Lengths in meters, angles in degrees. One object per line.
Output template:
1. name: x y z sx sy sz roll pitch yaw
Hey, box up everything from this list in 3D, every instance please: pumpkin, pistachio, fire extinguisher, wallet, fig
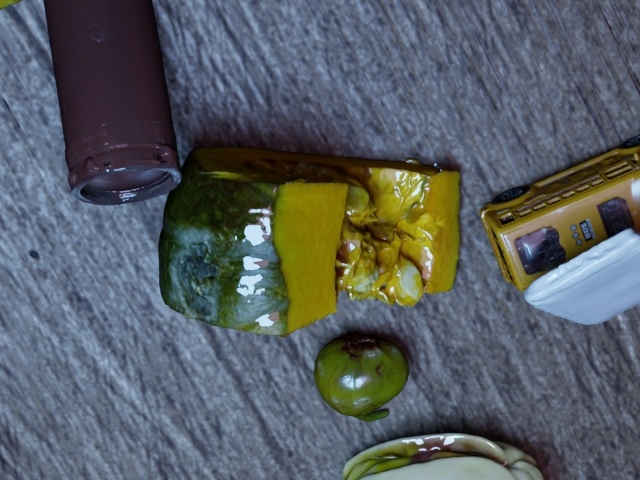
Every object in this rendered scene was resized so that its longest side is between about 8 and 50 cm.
1. pumpkin: 0.000 -0.001 1.451 0.280 0.190 0.139 3 102 -6
2. pistachio: 0.117 0.251 1.566 0.200 0.117 0.145 -6 126 1
3. fire extinguisher: -0.188 -0.169 1.408 0.104 0.105 0.269 -10 75 -3
4. wallet: 0.259 0.033 1.495 0.124 0.183 0.032 -31 67 22
5. fig: 0.035 0.134 1.552 0.084 0.082 0.098 -19 127 -36

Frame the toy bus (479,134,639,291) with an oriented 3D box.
1. toy bus: 0.251 -0.025 1.520 0.194 0.088 0.083 -23 106 0

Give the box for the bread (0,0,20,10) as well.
1. bread: -0.332 -0.260 1.397 0.132 0.103 0.172 -23 104 0
